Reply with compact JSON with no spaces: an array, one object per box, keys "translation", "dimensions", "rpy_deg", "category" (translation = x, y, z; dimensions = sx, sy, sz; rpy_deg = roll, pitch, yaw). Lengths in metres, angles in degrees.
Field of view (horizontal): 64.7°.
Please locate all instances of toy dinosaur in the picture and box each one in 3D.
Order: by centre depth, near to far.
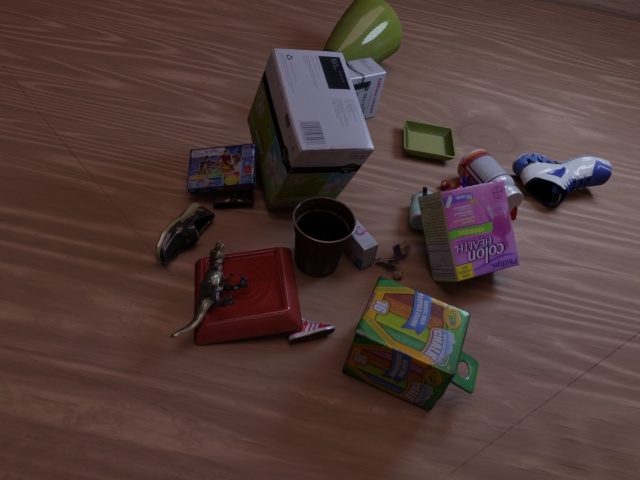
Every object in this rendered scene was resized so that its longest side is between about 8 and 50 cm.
[{"translation":[-0.244,0.119,1.185],"dimensions":[0.118,0.064,0.268],"rpy_deg":[-2,47,21],"category":"toy dinosaur"}]

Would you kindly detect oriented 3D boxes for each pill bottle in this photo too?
[{"translation":[0.558,-0.191,1.665],"dimensions":[0.121,0.121,0.221],"rpy_deg":[-12,51,-21],"category":"pill bottle"}]

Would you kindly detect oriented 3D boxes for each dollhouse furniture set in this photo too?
[{"translation":[0.208,0.054,1.446],"dimensions":[0.081,0.091,0.114],"rpy_deg":[-11,7,34],"category":"dollhouse furniture set"}]

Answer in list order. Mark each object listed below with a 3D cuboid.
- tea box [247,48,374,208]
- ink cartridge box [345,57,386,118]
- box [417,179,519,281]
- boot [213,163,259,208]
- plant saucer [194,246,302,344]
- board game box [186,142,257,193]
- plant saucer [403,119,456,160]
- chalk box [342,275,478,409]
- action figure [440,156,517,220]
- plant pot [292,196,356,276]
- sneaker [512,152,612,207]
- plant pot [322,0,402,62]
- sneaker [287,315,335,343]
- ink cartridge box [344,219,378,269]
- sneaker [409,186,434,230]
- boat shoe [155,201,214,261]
[{"translation":[-0.046,-0.309,1.453],"dimensions":[0.219,0.323,0.329],"rpy_deg":[-6,68,-23],"category":"tea box"},{"translation":[0.086,-0.536,1.845],"dimensions":[0.272,0.197,0.114],"rpy_deg":[-20,56,-26],"category":"ink cartridge box"},{"translation":[0.409,-0.027,1.398],"dimensions":[0.213,0.117,0.243],"rpy_deg":[-11,92,-21],"category":"box"},{"translation":[-0.224,-0.189,1.560],"dimensions":[0.248,0.090,0.207],"rpy_deg":[-6,61,-18],"category":"boot"},{"translation":[-0.188,0.118,1.254],"dimensions":[0.258,0.048,0.259],"rpy_deg":[-8,48,-5],"category":"plant saucer"},{"translation":[-0.287,-0.212,1.482],"dimensions":[0.201,0.035,0.136],"rpy_deg":[-3,68,9],"category":"board game box"},{"translation":[0.389,-0.356,1.840],"dimensions":[0.188,0.045,0.189],"rpy_deg":[10,46,-2],"category":"plant saucer"},{"translation":[0.223,0.245,1.151],"dimensions":[0.288,0.179,0.180],"rpy_deg":[21,47,9],"category":"chalk box"},{"translation":[0.480,-0.161,1.584],"dimensions":[0.091,0.139,0.280],"rpy_deg":[-25,36,-23],"category":"action figure"},{"translation":[0.000,0.000,1.348],"dimensions":[0.166,0.165,0.167],"rpy_deg":[6,46,-6],"category":"plant pot"},{"translation":[0.828,-0.192,1.730],"dimensions":[0.315,0.128,0.182],"rpy_deg":[3,50,2],"category":"sneaker"},{"translation":[0.144,-0.813,2.097],"dimensions":[0.274,0.275,0.293],"rpy_deg":[34,66,20],"category":"plant pot"},{"translation":[-0.027,0.207,1.234],"dimensions":[0.118,0.042,0.067],"rpy_deg":[-10,53,-16],"category":"sneaker"},{"translation":[0.101,0.006,1.414],"dimensions":[0.052,0.089,0.122],"rpy_deg":[-21,54,-24],"category":"ink cartridge box"},{"translation":[0.400,-0.092,1.562],"dimensions":[0.255,0.094,0.151],"rpy_deg":[10,43,-3],"category":"sneaker"},{"translation":[-0.359,-0.022,1.360],"dimensions":[0.073,0.080,0.224],"rpy_deg":[16,42,11],"category":"boat shoe"}]
